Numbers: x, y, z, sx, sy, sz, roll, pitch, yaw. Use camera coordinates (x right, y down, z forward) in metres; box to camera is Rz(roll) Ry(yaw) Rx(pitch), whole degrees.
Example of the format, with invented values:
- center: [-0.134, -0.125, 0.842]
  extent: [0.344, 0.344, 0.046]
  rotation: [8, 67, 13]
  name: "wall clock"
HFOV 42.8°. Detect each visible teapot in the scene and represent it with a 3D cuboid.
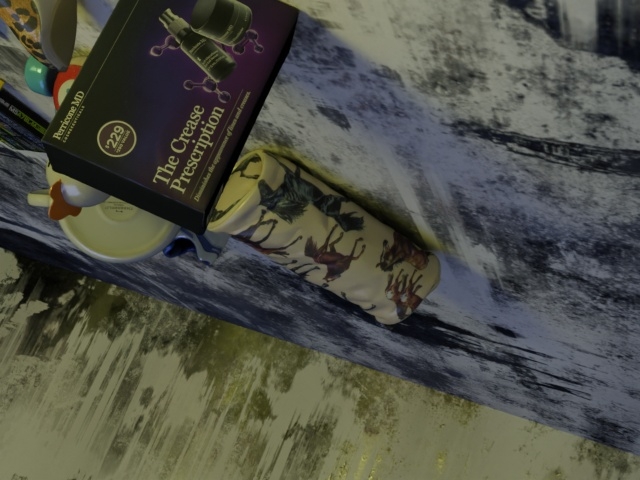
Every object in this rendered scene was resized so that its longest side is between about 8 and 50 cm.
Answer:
- center: [-0.373, -0.080, 1.534]
  extent: [0.256, 0.252, 0.187]
  rotation: [44, 180, -12]
  name: "teapot"

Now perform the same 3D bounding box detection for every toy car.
- center: [-0.368, -0.143, 1.283]
  extent: [0.219, 0.238, 0.210]
  rotation: [18, 163, 14]
  name: "toy car"

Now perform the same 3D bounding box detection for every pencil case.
- center: [0.000, 0.000, 1.387]
  extent: [0.410, 0.159, 0.183]
  rotation: [30, 147, -24]
  name: "pencil case"

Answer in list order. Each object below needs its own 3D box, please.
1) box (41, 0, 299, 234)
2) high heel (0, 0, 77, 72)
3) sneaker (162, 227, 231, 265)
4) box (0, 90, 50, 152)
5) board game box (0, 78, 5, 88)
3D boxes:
- center: [-0.160, -0.166, 0.906]
  extent: [0.184, 0.261, 0.103]
  rotation: [23, 163, -2]
  name: "box"
- center: [-0.414, -0.324, 1.036]
  extent: [0.186, 0.093, 0.261]
  rotation: [19, 152, 8]
  name: "high heel"
- center: [-0.331, -0.036, 1.755]
  extent: [0.296, 0.131, 0.112]
  rotation: [16, 164, 27]
  name: "sneaker"
- center: [-0.637, -0.243, 1.663]
  extent: [0.184, 0.045, 0.191]
  rotation: [12, 161, 38]
  name: "box"
- center: [-0.681, -0.269, 1.466]
  extent: [0.170, 0.141, 0.048]
  rotation: [31, 159, -25]
  name: "board game box"
